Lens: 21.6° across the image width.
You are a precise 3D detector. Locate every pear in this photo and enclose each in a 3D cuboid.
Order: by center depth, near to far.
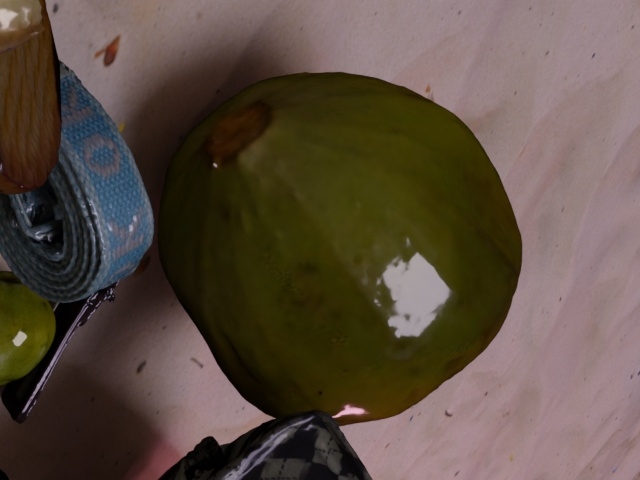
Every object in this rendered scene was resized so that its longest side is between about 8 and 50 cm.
[{"bbox_3d":[-0.265,0.077,1.401,0.092,0.092,0.097,-21,131,-49],"label":"pear"}]

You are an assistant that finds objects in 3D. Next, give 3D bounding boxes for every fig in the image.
[{"bbox_3d":[0.007,-0.007,1.533,0.343,0.343,0.343,-37,142,-36],"label":"fig"}]

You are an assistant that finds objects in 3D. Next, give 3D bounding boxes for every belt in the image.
[{"bbox_3d":[-0.210,-0.035,1.331,0.082,0.163,0.147,-27,162,-47],"label":"belt"}]

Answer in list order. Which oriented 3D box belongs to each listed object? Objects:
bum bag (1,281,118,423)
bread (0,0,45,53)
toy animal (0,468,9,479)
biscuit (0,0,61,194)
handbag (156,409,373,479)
[{"bbox_3d":[-0.225,0.083,1.459,0.026,0.109,0.159,31,89,-19],"label":"bum bag"},{"bbox_3d":[-0.345,-0.193,0.816,0.323,0.333,0.143,-6,117,-51],"label":"bread"},{"bbox_3d":[-0.343,0.252,1.352,0.208,0.156,0.204,37,82,-31],"label":"toy animal"},{"bbox_3d":[-0.227,-0.129,1.195,0.228,0.031,0.176,-86,160,-56],"label":"biscuit"},{"bbox_3d":[-0.142,0.317,1.543,0.317,0.180,0.416,-35,180,-23],"label":"handbag"}]
